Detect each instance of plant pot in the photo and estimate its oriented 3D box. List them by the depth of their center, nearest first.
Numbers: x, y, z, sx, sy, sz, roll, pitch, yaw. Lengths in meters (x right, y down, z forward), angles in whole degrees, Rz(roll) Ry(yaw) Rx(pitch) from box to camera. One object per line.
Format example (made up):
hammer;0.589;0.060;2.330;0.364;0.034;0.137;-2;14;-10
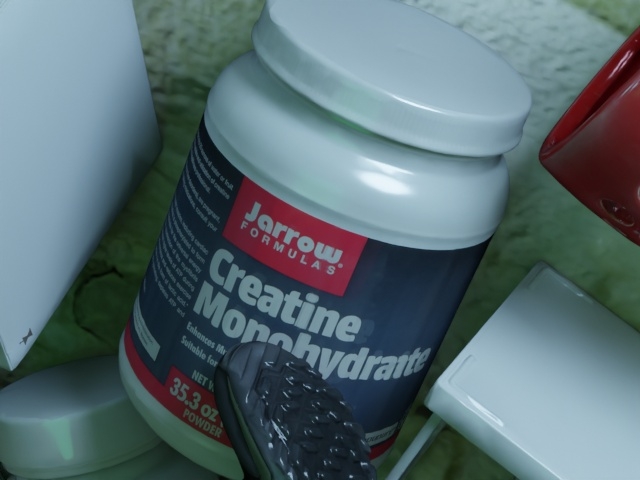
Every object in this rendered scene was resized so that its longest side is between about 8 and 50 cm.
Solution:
plant pot;0.243;-0.060;0.880;0.174;0.191;0.191;40;118;-1

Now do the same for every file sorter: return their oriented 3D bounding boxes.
file sorter;0.173;0.187;0.990;0.278;0.193;0.173;38;121;8

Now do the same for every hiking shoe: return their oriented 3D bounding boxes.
hiking shoe;-0.020;0.169;0.922;0.114;0.086;0.227;-22;96;35

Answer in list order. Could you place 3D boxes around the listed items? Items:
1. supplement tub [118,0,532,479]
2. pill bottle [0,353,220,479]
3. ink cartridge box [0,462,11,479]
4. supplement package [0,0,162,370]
supplement tub;0.000;0.000;0.999;0.191;0.191;0.272;28;116;13
pill bottle;-0.141;0.241;1.155;0.169;0.169;0.301;-4;106;25
ink cartridge box;-0.273;0.245;1.181;0.092;0.158;0.218;-6;126;27
supplement package;-0.221;-0.086;0.999;0.145;0.204;0.262;21;150;16
